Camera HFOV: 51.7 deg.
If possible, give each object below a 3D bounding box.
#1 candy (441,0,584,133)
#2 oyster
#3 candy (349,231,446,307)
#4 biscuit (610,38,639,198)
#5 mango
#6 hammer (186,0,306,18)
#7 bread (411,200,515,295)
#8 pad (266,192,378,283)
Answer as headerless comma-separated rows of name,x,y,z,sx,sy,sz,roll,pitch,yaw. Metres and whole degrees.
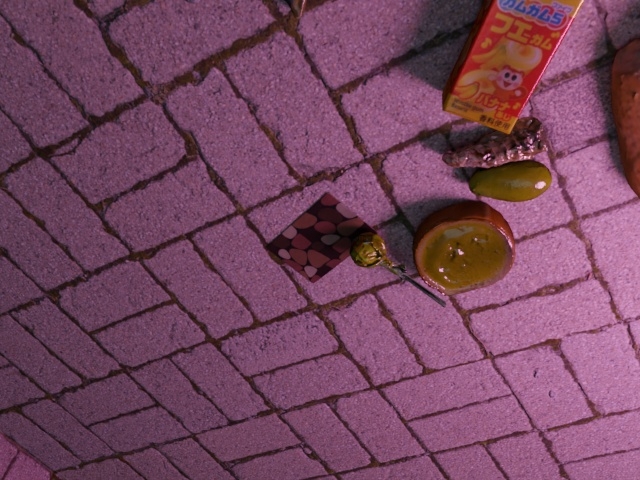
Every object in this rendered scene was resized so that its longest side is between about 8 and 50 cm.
candy,0.331,-0.339,1.164,0.146,0.088,0.276,20,128,-4
oyster,0.346,-0.174,1.295,0.199,0.061,0.106,-33,95,28
candy,0.182,0.073,1.504,0.262,0.073,0.077,36,122,-6
biscuit,0.721,-0.163,1.136,0.429,0.104,0.446,13,140,34
mango,0.384,-0.116,1.340,0.165,0.074,0.091,-7,129,17
hammer,-0.129,-0.470,1.174,0.226,0.041,0.159,20,131,-4
bread,0.316,0.023,1.466,0.235,0.070,0.236,4,129,5
pad,0.000,0.000,1.548,0.158,0.003,0.235,38,125,-19
